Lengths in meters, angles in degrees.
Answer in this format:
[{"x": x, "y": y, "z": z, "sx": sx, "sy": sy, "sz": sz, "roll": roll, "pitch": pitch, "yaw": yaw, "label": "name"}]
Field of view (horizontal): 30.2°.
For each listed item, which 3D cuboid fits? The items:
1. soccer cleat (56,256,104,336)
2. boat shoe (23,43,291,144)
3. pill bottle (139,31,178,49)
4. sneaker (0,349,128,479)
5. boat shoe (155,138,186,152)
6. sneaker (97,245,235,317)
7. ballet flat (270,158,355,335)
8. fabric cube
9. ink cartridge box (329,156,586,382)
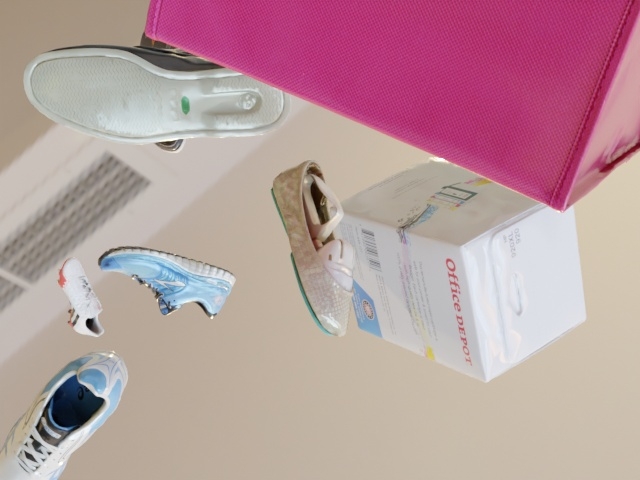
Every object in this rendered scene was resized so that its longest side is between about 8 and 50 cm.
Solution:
[{"x": -0.210, "y": 0.051, "z": 1.049, "sx": 0.036, "sy": 0.083, "sz": 0.029, "roll": 21, "pitch": -139, "yaw": 26, "label": "soccer cleat"}, {"x": -0.146, "y": -0.133, "z": 1.067, "sx": 0.079, "sy": 0.233, "sz": 0.084, "roll": -117, "pitch": -148, "yaw": -69, "label": "boat shoe"}, {"x": -0.160, "y": -0.256, "z": 1.674, "sx": 0.130, "sy": 0.130, "sz": 0.246, "roll": -55, "pitch": -151, "yaw": -3, "label": "pill bottle"}, {"x": -0.310, "y": 0.218, "z": 1.361, "sx": 0.085, "sy": 0.086, "sz": 0.237, "roll": 42, "pitch": -68, "yaw": 6, "label": "sneaker"}, {"x": -0.224, "y": -0.157, "z": 1.587, "sx": 0.125, "sy": 0.038, "sz": 0.046, "roll": 43, "pitch": -76, "yaw": 41, "label": "boat shoe"}, {"x": -0.183, "y": 0.050, "z": 1.388, "sx": 0.063, "sy": 0.162, "sz": 0.073, "roll": -176, "pitch": -78, "yaw": -75, "label": "sneaker"}, {"x": 0.000, "y": 0.000, "z": 1.000, "sx": 0.052, "sy": 0.057, "sz": 0.168, "roll": -34, "pitch": -123, "yaw": 22, "label": "ballet flat"}, {"x": 0.097, "y": -0.198, "z": 0.688, "sx": 0.258, "sy": 0.259, "sz": 0.254, "roll": 24, "pitch": -70, "yaw": 19, "label": "fabric cube"}, {"x": 0.158, "y": 0.026, "z": 1.362, "sx": 0.168, "sy": 0.171, "sz": 0.233, "roll": -27, "pitch": -153, "yaw": -29, "label": "ink cartridge box"}]
